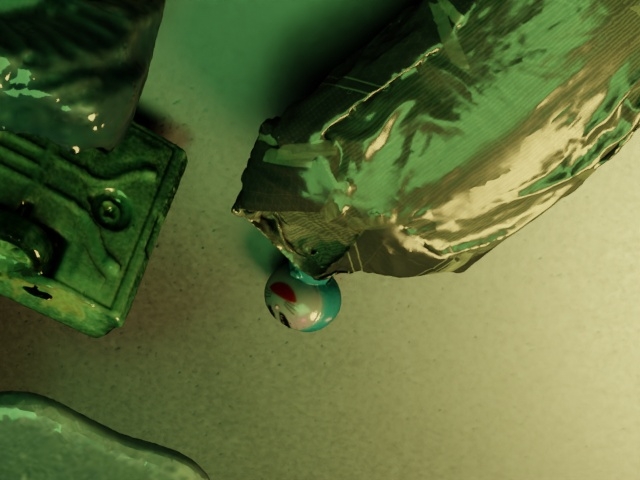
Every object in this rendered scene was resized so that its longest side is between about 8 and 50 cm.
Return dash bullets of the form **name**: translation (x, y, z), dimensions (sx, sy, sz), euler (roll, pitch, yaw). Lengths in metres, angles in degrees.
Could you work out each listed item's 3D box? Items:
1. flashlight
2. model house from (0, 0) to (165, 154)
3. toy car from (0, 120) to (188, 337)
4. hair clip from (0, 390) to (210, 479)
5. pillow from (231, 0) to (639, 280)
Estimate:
- **flashlight**: translation (0.000, 0.000, 1.263), dimensions (0.051, 0.051, 0.129), euler (14, 116, -6)
- **model house**: translation (-0.175, -0.223, 1.049), dimensions (0.253, 0.184, 0.291), euler (19, 110, -10)
- **toy car**: translation (-0.245, -0.061, 1.181), dimensions (0.320, 0.141, 0.097), euler (27, 147, -12)
- **hair clip**: translation (-0.319, 0.139, 1.232), dimensions (0.392, 0.238, 0.318), euler (-39, 115, 1)
- **pillow**: translation (0.097, -0.091, 1.155), dimensions (0.161, 0.092, 0.335), euler (40, 111, -19)
